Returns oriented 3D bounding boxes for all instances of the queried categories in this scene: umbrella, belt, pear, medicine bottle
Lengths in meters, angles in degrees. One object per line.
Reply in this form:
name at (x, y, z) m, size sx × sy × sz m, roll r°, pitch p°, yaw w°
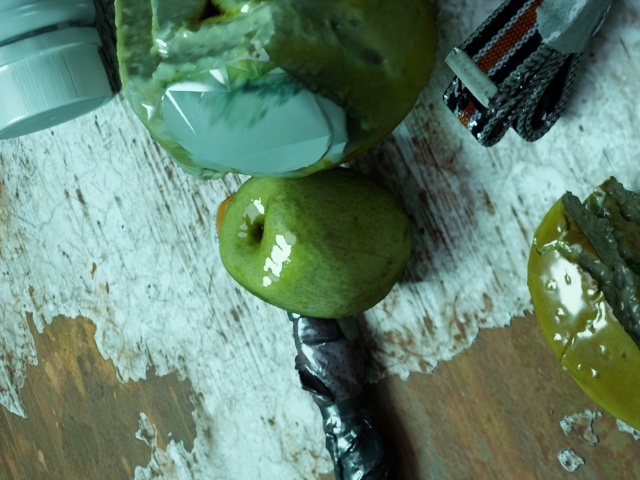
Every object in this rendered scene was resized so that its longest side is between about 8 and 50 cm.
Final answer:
umbrella at (0.025, 0.195, 1.560) m, size 0.090 × 0.094 × 0.326 m, roll 52°, pitch -160°, yaw -88°
belt at (0.250, -0.253, 1.200) m, size 0.094 × 0.126 × 0.359 m, roll 55°, pitch 128°, yaw 34°
pear at (0.000, 0.000, 1.459) m, size 0.228 × 0.211 × 0.188 m, roll 16°, pitch 93°, yaw 56°
medicine bottle at (-0.461, -0.327, 1.810) m, size 0.245 × 0.245 × 0.306 m, roll -18°, pitch 93°, yaw 47°

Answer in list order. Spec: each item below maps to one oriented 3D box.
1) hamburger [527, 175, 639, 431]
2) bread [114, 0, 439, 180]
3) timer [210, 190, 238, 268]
hamburger at (0.309, 0.089, 1.201) m, size 0.283 × 0.144 × 0.156 m, roll 58°, pitch 134°, yaw 16°
bread at (-0.088, -0.201, 1.362) m, size 0.395 × 0.239 × 0.264 m, roll -14°, pitch 48°, yaw 32°
timer at (-0.083, -0.011, 1.607) m, size 0.136 × 0.099 × 0.136 m, roll 24°, pitch 128°, yaw 35°
